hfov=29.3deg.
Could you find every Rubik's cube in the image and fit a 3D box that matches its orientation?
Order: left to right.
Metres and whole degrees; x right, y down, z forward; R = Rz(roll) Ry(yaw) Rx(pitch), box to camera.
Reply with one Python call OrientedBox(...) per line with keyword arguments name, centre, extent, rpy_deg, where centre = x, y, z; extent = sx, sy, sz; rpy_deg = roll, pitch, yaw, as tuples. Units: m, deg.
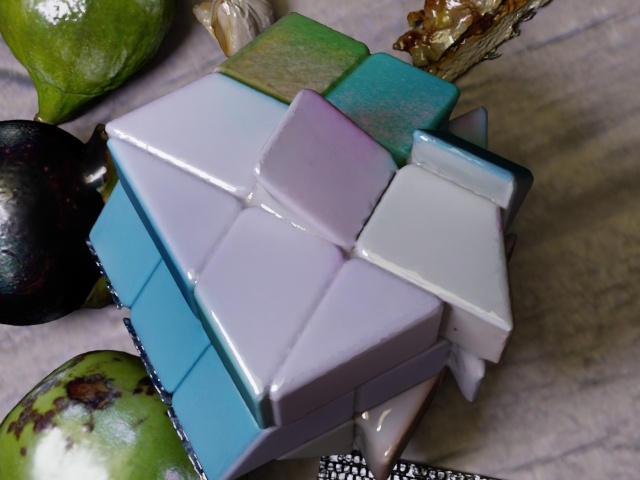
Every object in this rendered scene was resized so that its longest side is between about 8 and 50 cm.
OrientedBox(name="Rubik's cube", centre=(0.000, 0.000, 1.074), extent=(0.368, 0.358, 0.387), rpy_deg=(-26, 70, -12))

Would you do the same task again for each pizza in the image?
OrientedBox(name="pizza", centre=(0.140, -0.239, 1.257), extent=(0.154, 0.069, 0.194), rpy_deg=(28, 83, 22))

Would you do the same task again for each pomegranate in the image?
OrientedBox(name="pomegranate", centre=(-0.179, 0.206, 1.143), extent=(0.254, 0.254, 0.270), rpy_deg=(24, 86, 22))

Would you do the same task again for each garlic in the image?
OrientedBox(name="garlic", centre=(-0.088, -0.251, 1.332), extent=(0.074, 0.094, 0.113), rpy_deg=(-2, 62, -25))

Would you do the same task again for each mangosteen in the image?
OrientedBox(name="mangosteen", centre=(-0.289, -0.019, 1.260), extent=(0.243, 0.243, 0.243), rpy_deg=(-5, 74, 17))

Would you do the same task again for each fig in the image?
OrientedBox(name="fig", centre=(-0.259, -0.222, 1.355), extent=(0.203, 0.203, 0.235), rpy_deg=(23, 122, 22))

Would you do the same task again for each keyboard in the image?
OrientedBox(name="keyboard", centre=(0.088, 0.241, 1.169), extent=(0.195, 0.018, 0.060), rpy_deg=(6, 80, 20))
